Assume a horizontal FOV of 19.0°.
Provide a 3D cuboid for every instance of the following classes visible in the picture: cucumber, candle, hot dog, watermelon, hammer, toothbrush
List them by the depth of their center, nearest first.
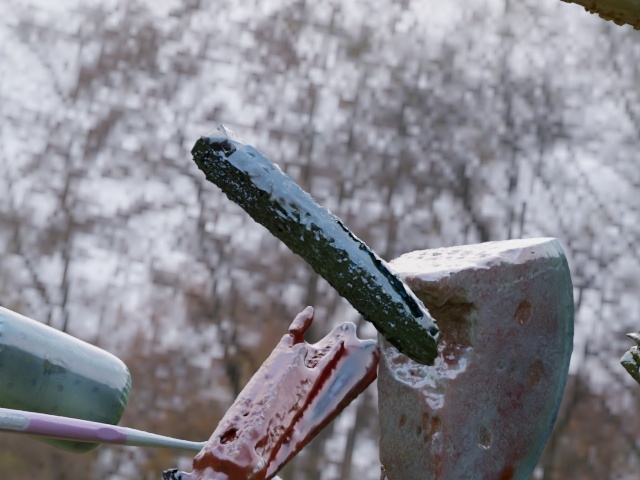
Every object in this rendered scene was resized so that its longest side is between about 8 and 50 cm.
[{"bbox_3d":[0.000,0.000,1.397,0.257,0.043,0.044,43,-46,25],"label":"cucumber"},{"bbox_3d":[-0.037,0.142,1.455,0.084,0.301,0.059,47,-52,-4],"label":"candle"},{"bbox_3d":[-0.180,0.157,1.555,0.286,0.020,0.025,11,-13,-27],"label":"toothbrush"},{"bbox_3d":[0.214,-0.220,1.568,0.165,0.071,0.045,17,-53,-20],"label":"hot dog"},{"bbox_3d":[0.107,0.121,1.770,0.148,0.318,0.226,6,-26,39],"label":"watermelon"},{"bbox_3d":[-0.368,0.175,2.131,0.206,0.119,0.335,28,-29,-28],"label":"hammer"}]

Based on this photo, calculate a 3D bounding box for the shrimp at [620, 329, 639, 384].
[{"bbox_3d":[0.402,0.187,1.757,0.317,0.077,0.168,46,9,33],"label":"shrimp"}]

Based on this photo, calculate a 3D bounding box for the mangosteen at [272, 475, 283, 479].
[{"bbox_3d":[-0.095,0.332,2.247,0.137,0.137,0.151,24,-28,-32],"label":"mangosteen"}]
